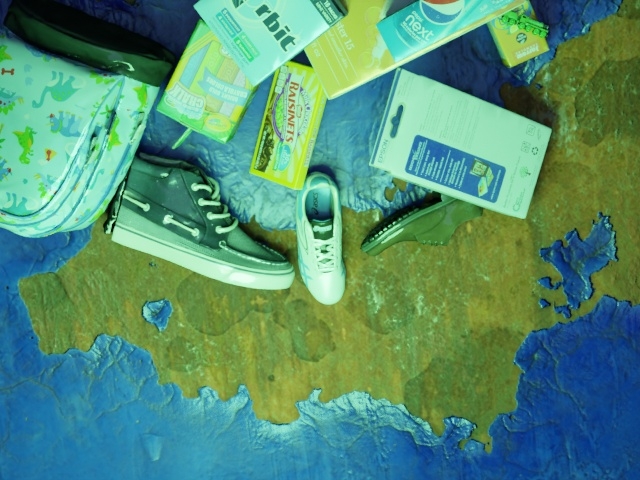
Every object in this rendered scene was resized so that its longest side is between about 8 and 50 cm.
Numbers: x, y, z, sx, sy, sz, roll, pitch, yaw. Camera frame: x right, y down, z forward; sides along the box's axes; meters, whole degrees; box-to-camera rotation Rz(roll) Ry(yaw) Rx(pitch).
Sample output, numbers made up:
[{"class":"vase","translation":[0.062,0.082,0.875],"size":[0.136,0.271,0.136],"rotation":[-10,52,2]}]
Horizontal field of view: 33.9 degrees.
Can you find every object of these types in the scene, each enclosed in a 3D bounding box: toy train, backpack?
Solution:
[{"class":"toy train","translation":[0.333,-0.354,1.711],"size":[0.083,0.017,0.023],"rotation":[20,90,-3]},{"class":"backpack","translation":[-0.436,-0.181,1.715],"size":[0.290,0.273,0.355],"rotation":[25,114,8]}]

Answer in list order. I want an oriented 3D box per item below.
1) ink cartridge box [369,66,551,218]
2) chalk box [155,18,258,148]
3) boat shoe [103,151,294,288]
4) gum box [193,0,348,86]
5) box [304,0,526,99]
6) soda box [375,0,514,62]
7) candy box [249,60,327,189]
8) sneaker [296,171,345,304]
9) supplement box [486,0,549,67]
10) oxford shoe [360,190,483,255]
[{"class":"ink cartridge box","translation":[0.220,-0.157,1.722],"size":[0.333,0.065,0.165],"rotation":[17,91,-31]},{"class":"chalk box","translation":[-0.183,-0.243,1.751],"size":[0.132,0.132,0.213],"rotation":[26,100,-4]},{"class":"boat shoe","translation":[-0.192,-0.036,1.787],"size":[0.340,0.127,0.158],"rotation":[17,105,-1]},{"class":"gum box","translation":[-0.077,-0.355,1.618],"size":[0.184,0.041,0.157],"rotation":[-35,97,24]},{"class":"box","translation":[0.132,-0.401,1.658],"size":[0.345,0.168,0.215],"rotation":[-24,100,21]},{"class":"soda box","translation":[0.191,-0.340,1.531],"size":[0.210,0.071,0.067],"rotation":[-26,101,22]},{"class":"candy box","translation":[-0.051,-0.198,1.786],"size":[0.105,0.027,0.206],"rotation":[21,102,29]},{"class":"sneaker","translation":[0.000,0.000,1.820],"size":[0.085,0.086,0.237],"rotation":[-6,102,-1]},{"class":"supplement box","translation":[0.300,-0.408,1.748],"size":[0.078,0.080,0.233],"rotation":[-25,102,7]},{"class":"oxford shoe","translation":[0.178,-0.020,1.818],"size":[0.227,0.083,0.096],"rotation":[-26,101,5]}]
